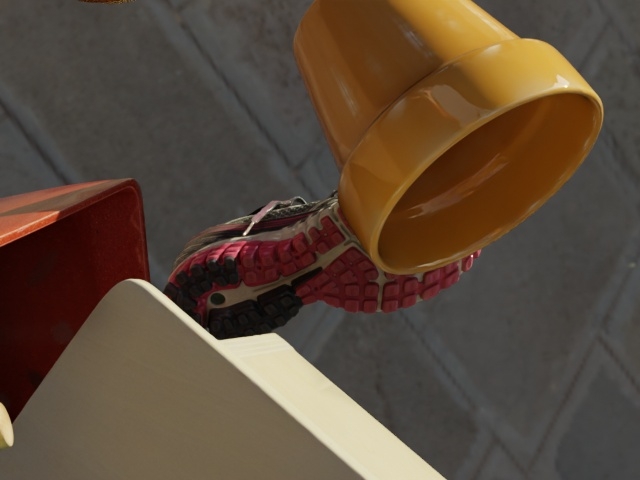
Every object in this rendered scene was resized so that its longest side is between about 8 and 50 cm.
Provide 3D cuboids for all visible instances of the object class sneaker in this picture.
[{"bbox_3d":[0.000,0.000,1.120,0.112,0.299,0.121,-86,162,-59],"label":"sneaker"}]

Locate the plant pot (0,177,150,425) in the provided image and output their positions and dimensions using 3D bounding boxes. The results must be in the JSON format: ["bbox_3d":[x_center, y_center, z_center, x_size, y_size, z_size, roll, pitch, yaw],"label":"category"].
[{"bbox_3d":[-0.287,0.107,0.909,0.267,0.235,0.267,-37,127,-65],"label":"plant pot"}]

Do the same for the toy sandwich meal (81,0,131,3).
[{"bbox_3d":[-0.116,-0.169,0.725,0.086,0.085,0.029,-61,144,-34],"label":"toy sandwich meal"}]

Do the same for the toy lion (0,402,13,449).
[{"bbox_3d":[-0.172,0.088,0.569,0.096,0.034,0.100,75,-2,-47],"label":"toy lion"}]

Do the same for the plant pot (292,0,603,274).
[{"bbox_3d":[0.079,-0.109,0.949,0.205,0.205,0.188,-8,55,-43],"label":"plant pot"}]

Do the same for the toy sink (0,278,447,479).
[{"bbox_3d":[-0.050,0.148,0.738,0.234,0.153,0.131,38,8,13],"label":"toy sink"}]
